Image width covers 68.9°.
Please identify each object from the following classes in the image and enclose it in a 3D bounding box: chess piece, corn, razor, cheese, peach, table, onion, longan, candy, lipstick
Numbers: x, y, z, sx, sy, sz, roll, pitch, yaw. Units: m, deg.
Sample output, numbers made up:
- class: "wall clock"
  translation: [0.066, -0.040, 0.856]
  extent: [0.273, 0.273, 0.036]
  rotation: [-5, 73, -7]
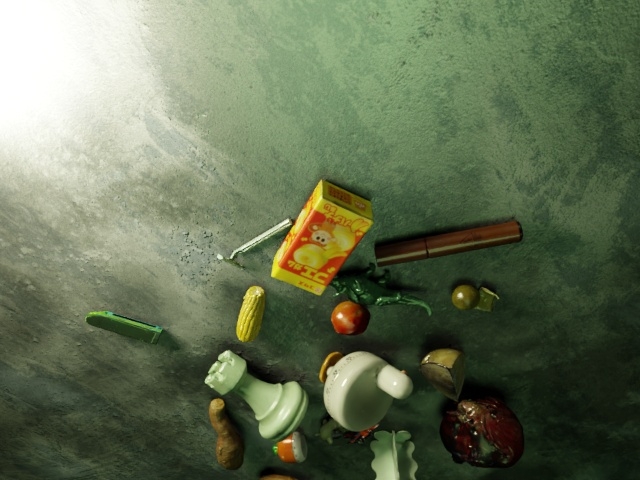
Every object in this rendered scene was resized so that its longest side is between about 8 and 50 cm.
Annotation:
- class: "chess piece"
  translation: [-0.204, 0.473, 1.456]
  extent: [0.299, 0.194, 0.195]
  rotation: [40, 119, -15]
- class: "corn"
  translation: [-0.197, 0.213, 1.320]
  extent: [0.068, 0.067, 0.206]
  rotation: [11, 127, -7]
- class: "razor"
  translation: [-0.157, 0.001, 1.187]
  extent: [0.211, 0.035, 0.084]
  rotation: [-34, 143, 17]
- class: "cheese"
  translation: [0.459, 0.155, 1.277]
  extent: [0.060, 0.041, 0.084]
  rotation: [13, 137, 0]
- class: "peach"
  translation: [0.087, 0.217, 1.301]
  extent: [0.101, 0.100, 0.100]
  rotation: [1, 127, 1]
- class: "table"
  translation: [0.265, 0.809, 1.671]
  extent: [0.167, 0.198, 0.166]
  rotation: [0, 126, 1]
- class: "onion"
  translation: [0.516, 0.628, 1.529]
  extent: [0.281, 0.221, 0.280]
  rotation: [15, 146, 10]
- class: "longan"
  translation: [0.397, 0.156, 1.267]
  extent: [0.075, 0.075, 0.083]
  rotation: [-30, 150, 21]
- class: "candy"
  translation: [0.000, 0.000, 1.143]
  extent: [0.146, 0.088, 0.276]
  rotation: [21, 124, -15]
- class: "lipstick"
  translation: [0.314, 0.010, 1.163]
  extent: [0.357, 0.057, 0.057]
  rotation: [-11, 126, 10]

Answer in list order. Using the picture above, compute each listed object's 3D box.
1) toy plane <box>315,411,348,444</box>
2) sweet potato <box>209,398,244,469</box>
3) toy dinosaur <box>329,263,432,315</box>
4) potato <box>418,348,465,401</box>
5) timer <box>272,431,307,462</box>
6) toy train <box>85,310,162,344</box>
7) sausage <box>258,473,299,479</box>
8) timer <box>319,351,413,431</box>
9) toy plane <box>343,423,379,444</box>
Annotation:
- class: "toy plane"
  translation: [0.091, 0.620, 1.611]
  extent: [0.108, 0.092, 0.286]
  rotation: [14, 130, -36]
- class: "sweet potato"
  translation: [-0.336, 0.724, 1.681]
  extent: [0.109, 0.109, 0.384]
  rotation: [-2, 127, 3]
- class: "toy dinosaur"
  translation: [0.162, 0.130, 1.245]
  extent: [0.293, 0.079, 0.119]
  rotation: [5, 132, 1]
- class: "potato"
  translation: [0.382, 0.385, 1.439]
  extent: [0.120, 0.100, 0.261]
  rotation: [21, 153, 34]
- class: "timer"
  translation: [-0.116, 0.761, 1.707]
  extent: [0.136, 0.099, 0.136]
  rotation: [0, 114, -1]
- class: "toy train"
  translation: [-0.576, 0.249, 1.371]
  extent: [0.209, 0.042, 0.044]
  rotation: [21, 102, -12]
- class: "sausage"
  translation: [-0.146, 1.025, 1.893]
  extent: [0.241, 0.120, 0.136]
  rotation: [24, 135, -17]
- class: "timer"
  translation: [0.135, 0.453, 1.386]
  extent: [0.234, 0.240, 0.233]
  rotation: [-9, 106, -34]
- class: "toy plane"
  translation: [0.134, 0.696, 1.667]
  extent: [0.061, 0.130, 0.189]
  rotation: [52, 140, 15]
